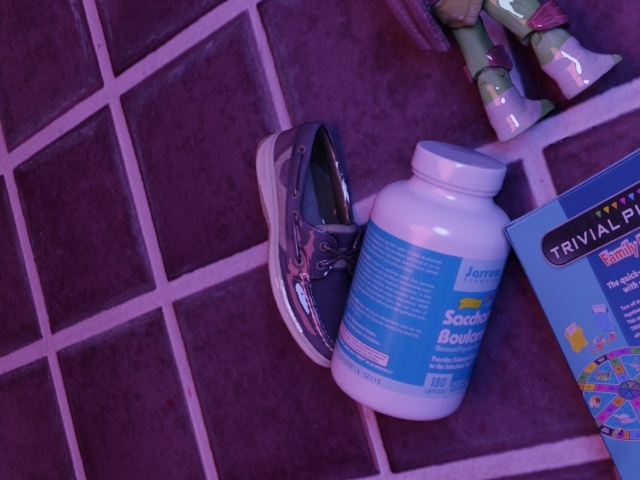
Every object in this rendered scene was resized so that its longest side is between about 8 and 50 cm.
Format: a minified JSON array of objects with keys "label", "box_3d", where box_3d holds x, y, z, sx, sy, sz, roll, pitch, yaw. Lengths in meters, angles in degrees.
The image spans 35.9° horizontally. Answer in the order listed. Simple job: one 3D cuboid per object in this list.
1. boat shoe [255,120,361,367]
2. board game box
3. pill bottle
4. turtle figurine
[{"label":"boat shoe","box_3d":[0.000,0.000,1.126,0.092,0.103,0.285,-25,72,45]},{"label":"board game box","box_3d":[0.328,0.083,0.821,0.254,0.079,0.336,-35,73,50]},{"label":"pill bottle","box_3d":[0.108,0.038,1.003,0.146,0.146,0.264,28,113,36]},{"label":"turtle figurine","box_3d":[0.168,-0.250,0.953,0.198,0.274,0.266,-36,91,14]}]
